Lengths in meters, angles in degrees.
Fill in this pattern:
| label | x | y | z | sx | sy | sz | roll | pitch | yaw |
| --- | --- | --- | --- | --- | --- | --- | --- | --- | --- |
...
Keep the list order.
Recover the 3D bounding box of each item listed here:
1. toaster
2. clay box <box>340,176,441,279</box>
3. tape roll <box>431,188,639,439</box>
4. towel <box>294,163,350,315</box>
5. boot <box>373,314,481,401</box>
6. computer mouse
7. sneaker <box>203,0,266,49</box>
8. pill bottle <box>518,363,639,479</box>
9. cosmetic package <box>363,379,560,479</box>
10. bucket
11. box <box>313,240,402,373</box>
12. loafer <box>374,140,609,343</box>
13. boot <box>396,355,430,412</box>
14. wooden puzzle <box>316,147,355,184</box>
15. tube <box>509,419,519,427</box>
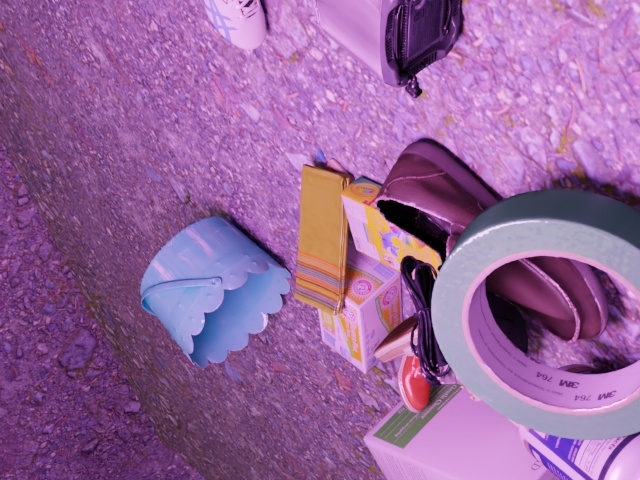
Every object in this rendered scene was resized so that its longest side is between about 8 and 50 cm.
| label | x | y | z | sx | sy | sz | roll | pitch | yaw |
| --- | --- | --- | --- | --- | --- | --- | --- | --- | --- |
| toaster | 0.075 | -0.285 | 1.192 | 0.146 | 0.129 | 0.227 | 42 | 157 | 27 |
| clay box | 0.136 | -0.003 | 1.579 | 0.222 | 0.053 | 0.127 | 27 | 148 | 38 |
| tape roll | 0.296 | 0.095 | 1.255 | 0.321 | 0.077 | 0.321 | 14 | 126 | 20 |
| towel | 0.000 | 0.000 | 1.693 | 0.102 | 0.021 | 0.237 | 18 | 114 | 37 |
| boot | 0.200 | 0.190 | 1.665 | 0.213 | 0.077 | 0.165 | -33 | 101 | 40 |
| computer mouse | 0.223 | 0.123 | 1.456 | 0.072 | 0.272 | 0.188 | -27 | 61 | 32 |
| sneaker | -0.122 | -0.365 | 1.461 | 0.086 | 0.085 | 0.237 | 34 | 153 | 41 |
| pill bottle | 0.395 | 0.285 | 1.364 | 0.265 | 0.153 | 0.153 | 40 | 158 | 55 |
| cosmetic package | 0.272 | 0.365 | 1.706 | 0.366 | 0.197 | 0.155 | 9 | 133 | 54 |
| bucket | -0.215 | 0.099 | 2.086 | 0.183 | 0.281 | 0.281 | 43 | 155 | 21 |
| box | 0.069 | 0.118 | 1.807 | 0.114 | 0.103 | 0.203 | 35 | 152 | 30 |
| loafer | 0.215 | 0.024 | 1.387 | 0.366 | 0.130 | 0.133 | 40 | 154 | 22 |
| boot | 0.176 | 0.213 | 1.747 | 0.085 | 0.059 | 0.157 | -2 | 86 | 48 |
| wooden puzzle | 0.031 | -0.092 | 1.679 | 0.116 | 0.014 | 0.078 | 44 | 155 | 14 |
| tube | 0.236 | 0.185 | 1.556 | 0.062 | 0.070 | 0.240 | -24 | 106 | 41 |
